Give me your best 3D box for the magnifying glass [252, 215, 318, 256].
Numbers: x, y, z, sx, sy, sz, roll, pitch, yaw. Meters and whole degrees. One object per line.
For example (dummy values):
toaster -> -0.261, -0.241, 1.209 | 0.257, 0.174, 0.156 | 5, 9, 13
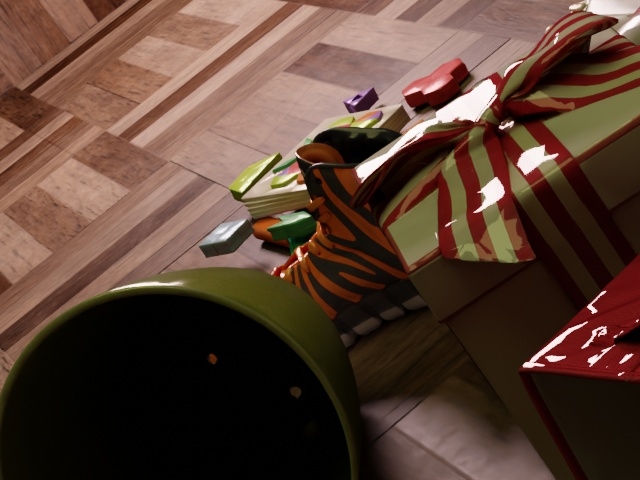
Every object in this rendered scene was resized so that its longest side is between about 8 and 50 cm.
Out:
magnifying glass -> -0.013, 0.000, 1.879 | 0.092, 0.026, 0.231 | -41, 24, -16

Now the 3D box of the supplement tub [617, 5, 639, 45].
supplement tub -> 0.368, -0.175, 1.448 | 0.191, 0.191, 0.272 | -5, 36, 52

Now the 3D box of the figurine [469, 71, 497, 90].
figurine -> 0.273, -0.149, 1.690 | 0.209, 0.092, 0.215 | -34, 22, -9

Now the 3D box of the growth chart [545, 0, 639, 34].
growth chart -> 0.331, -0.267, 1.687 | 0.237, 0.021, 0.172 | -47, 27, -6

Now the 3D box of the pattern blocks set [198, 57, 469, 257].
pattern blocks set -> 0.009, -0.093, 1.992 | 0.285, 0.026, 0.325 | -17, 24, 35

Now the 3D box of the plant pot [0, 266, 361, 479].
plant pot -> -0.082, 0.129, 1.431 | 0.275, 0.275, 0.293 | -29, 7, 16

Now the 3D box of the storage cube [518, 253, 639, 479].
storage cube -> 0.268, 0.093, 1.018 | 0.193, 0.215, 0.183 | -40, 20, -28

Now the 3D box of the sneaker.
sneaker -> 0.000, 0.000, 1.640 | 0.321, 0.180, 0.124 | -28, 22, 18

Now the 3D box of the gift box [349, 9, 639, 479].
gift box -> 0.190, -0.006, 1.268 | 0.255, 0.258, 0.276 | -36, 20, -1
